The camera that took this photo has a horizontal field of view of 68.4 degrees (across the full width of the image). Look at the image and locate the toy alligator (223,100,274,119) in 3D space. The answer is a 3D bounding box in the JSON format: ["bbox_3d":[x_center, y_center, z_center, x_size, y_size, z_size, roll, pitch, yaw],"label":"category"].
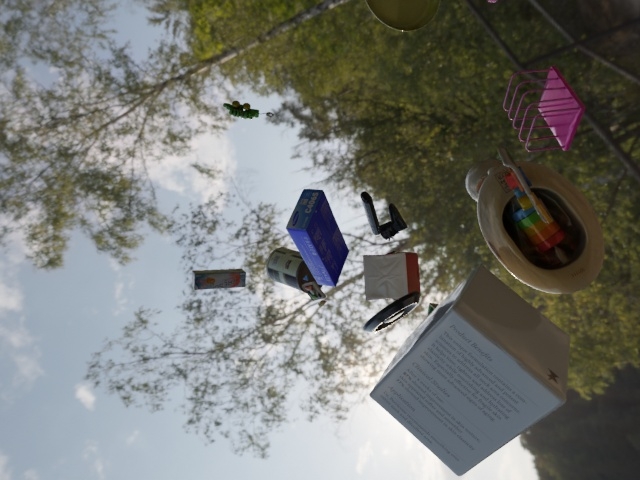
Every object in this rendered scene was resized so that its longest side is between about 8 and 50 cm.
[{"bbox_3d":[-0.269,-0.467,1.732,0.056,0.190,0.051,109,172,-55],"label":"toy alligator"}]

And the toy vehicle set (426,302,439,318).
[{"bbox_3d":[0.424,0.381,1.733,0.166,0.035,0.266,-127,44,-80],"label":"toy vehicle set"}]

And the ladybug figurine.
[{"bbox_3d":[0.665,-0.046,1.459,0.449,0.305,0.162,59,-168,7],"label":"ladybug figurine"}]

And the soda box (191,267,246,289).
[{"bbox_3d":[-0.360,0.136,1.673,0.183,0.063,0.058,-2,-78,-24],"label":"soda box"}]

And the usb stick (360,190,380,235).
[{"bbox_3d":[0.233,-0.121,2.163,0.278,0.045,0.077,64,-179,-53],"label":"usb stick"}]

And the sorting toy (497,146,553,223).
[{"bbox_3d":[0.521,-0.143,1.233,0.196,0.047,0.347,50,-155,-11],"label":"sorting toy"}]

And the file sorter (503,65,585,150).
[{"bbox_3d":[0.874,-0.521,1.877,0.202,0.183,0.290,83,-178,-50],"label":"file sorter"}]

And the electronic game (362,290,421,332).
[{"bbox_3d":[0.242,0.243,1.590,0.048,0.229,0.229,58,-160,20],"label":"electronic game"}]

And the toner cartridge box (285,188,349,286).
[{"bbox_3d":[0.000,0.000,1.589,0.347,0.075,0.165,64,-140,-50],"label":"toner cartridge box"}]

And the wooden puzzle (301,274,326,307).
[{"bbox_3d":[-0.022,0.164,1.498,0.116,0.079,0.014,50,-126,-3],"label":"wooden puzzle"}]

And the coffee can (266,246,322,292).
[{"bbox_3d":[-0.129,0.154,2.506,0.202,0.276,0.201,-11,-73,-41],"label":"coffee can"}]

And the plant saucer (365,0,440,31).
[{"bbox_3d":[0.213,-0.681,1.275,0.240,0.241,0.037,69,162,-8],"label":"plant saucer"}]

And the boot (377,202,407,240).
[{"bbox_3d":[0.260,-0.067,1.772,0.121,0.099,0.045,59,-152,0],"label":"boot"}]

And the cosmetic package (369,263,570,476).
[{"bbox_3d":[0.415,0.349,1.309,0.329,0.393,0.327,42,-148,11],"label":"cosmetic package"}]

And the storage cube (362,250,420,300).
[{"bbox_3d":[0.296,0.148,1.935,0.193,0.184,0.214,7,-101,-65],"label":"storage cube"}]

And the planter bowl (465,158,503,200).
[{"bbox_3d":[0.592,-0.195,1.648,0.161,0.162,0.109,67,-156,-13],"label":"planter bowl"}]
